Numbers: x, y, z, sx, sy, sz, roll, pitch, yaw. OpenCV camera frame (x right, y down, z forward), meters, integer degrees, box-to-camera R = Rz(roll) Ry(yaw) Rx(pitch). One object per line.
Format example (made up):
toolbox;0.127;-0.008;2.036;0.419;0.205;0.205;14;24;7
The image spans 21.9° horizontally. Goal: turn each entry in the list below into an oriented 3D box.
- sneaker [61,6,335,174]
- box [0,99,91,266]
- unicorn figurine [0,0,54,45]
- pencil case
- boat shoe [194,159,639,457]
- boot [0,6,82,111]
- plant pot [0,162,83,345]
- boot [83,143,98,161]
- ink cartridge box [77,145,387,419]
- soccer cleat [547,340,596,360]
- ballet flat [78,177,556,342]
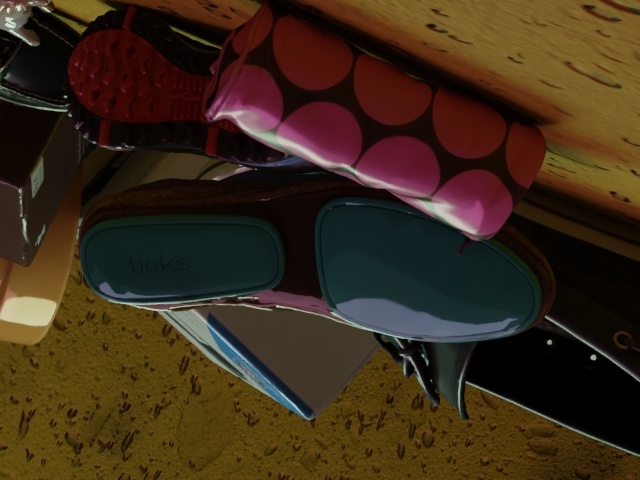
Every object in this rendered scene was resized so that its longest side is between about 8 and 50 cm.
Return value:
sneaker;-0.075;-0.091;1.205;0.261;0.104;0.125;19;178;35
box;-0.333;-0.111;1.544;0.203;0.167;0.168;21;152;2
unicorn figurine;-0.228;-0.178;1.164;0.161;0.060;0.111;18;180;12
pencil case;0.029;-0.072;1.019;0.209;0.095;0.098;25;-169;-19
boat shoe;0.112;0.048;1.329;0.500;0.156;0.187;19;149;13
boot;-0.275;-0.159;1.315;0.236;0.085;0.178;27;-174;-17
plant pot;-0.387;-0.041;1.735;0.203;0.291;0.291;6;-177;-25
boot;-0.361;-0.149;2.066;0.246;0.094;0.207;27;-178;22
ink cartridge box;-0.110;0.011;1.748;0.285;0.166;0.395;45;171;-16
soccer cleat;0.263;0.063;1.589;0.331;0.116;0.143;37;141;33
ballet flat;0.000;0.000;1.174;0.342;0.116;0.124;1;-157;15
